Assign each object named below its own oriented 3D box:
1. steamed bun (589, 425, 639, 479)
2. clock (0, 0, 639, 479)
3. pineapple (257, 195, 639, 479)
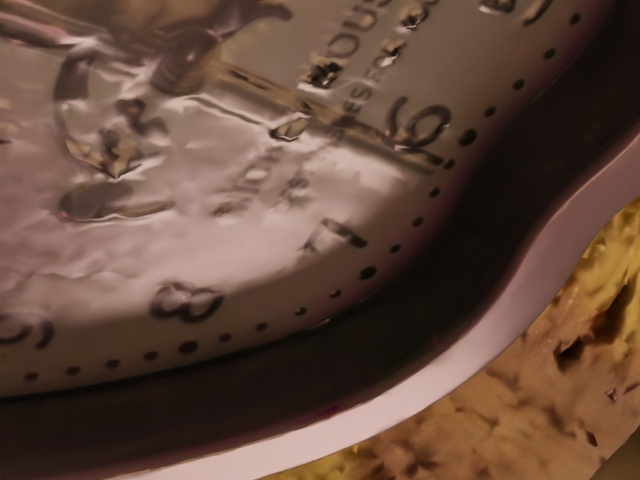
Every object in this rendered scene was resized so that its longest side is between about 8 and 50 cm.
[{"bbox_3d":[0.256,0.105,1.051,0.352,0.247,0.339,-3,170,-25],"label":"steamed bun"},{"bbox_3d":[-0.056,-0.058,0.324,0.339,0.102,0.338,-16,141,-14],"label":"clock"},{"bbox_3d":[-0.003,-0.002,0.602,0.344,0.286,0.209,-50,-158,9],"label":"pineapple"}]
